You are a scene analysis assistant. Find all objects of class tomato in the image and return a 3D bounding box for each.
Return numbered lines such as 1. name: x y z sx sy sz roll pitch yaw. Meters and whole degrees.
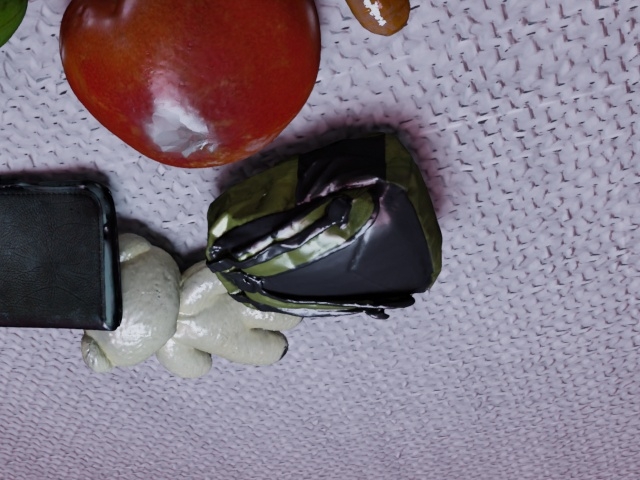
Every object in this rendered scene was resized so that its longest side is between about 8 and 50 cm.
1. tomato: -0.112 -0.142 0.742 0.233 0.139 0.200 -23 141 27

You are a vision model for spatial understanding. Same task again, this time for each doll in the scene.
1. doll: -0.159 0.091 1.066 0.278 0.175 0.149 14 178 -26

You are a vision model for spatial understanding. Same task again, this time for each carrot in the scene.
1. carrot: 0.008 -0.249 0.685 0.048 0.048 0.216 -23 130 28

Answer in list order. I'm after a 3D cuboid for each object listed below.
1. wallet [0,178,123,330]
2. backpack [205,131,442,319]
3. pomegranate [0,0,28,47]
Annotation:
1. wallet: -0.382 0.018 0.958 0.318 0.045 0.172 -2 97 11
2. backpack: 0.000 0.000 0.908 0.253 0.140 0.207 -15 135 14
3. pomegranate: -0.328 -0.202 0.666 0.187 0.187 0.225 14 160 -14
